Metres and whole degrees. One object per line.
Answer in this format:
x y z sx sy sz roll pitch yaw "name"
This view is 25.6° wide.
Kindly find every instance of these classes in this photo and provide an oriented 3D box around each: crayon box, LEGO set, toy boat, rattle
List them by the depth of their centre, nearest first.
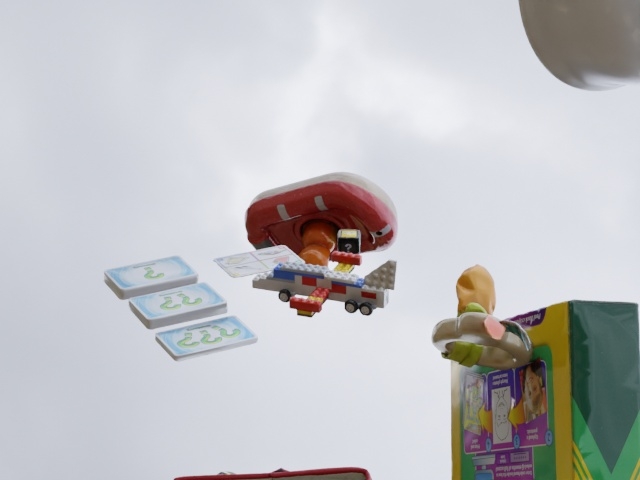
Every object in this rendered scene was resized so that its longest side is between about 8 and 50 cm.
-0.050 0.027 1.258 0.182 0.244 0.060 38 -47 55 "LEGO set"
0.212 0.078 1.695 0.130 0.142 0.199 27 -19 12 "rattle"
0.282 0.257 1.808 0.363 0.106 0.313 149 -58 -69 "crayon box"
0.000 0.000 2.053 0.231 0.151 0.151 -15 -43 24 "toy boat"

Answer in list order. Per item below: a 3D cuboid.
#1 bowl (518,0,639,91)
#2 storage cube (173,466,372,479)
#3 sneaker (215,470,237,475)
0.341 -0.273 1.361 0.134 0.298 0.297 28 -41 47 "bowl"
-0.028 0.330 1.263 0.184 0.215 0.193 -5 -35 10 "storage cube"
-0.080 0.509 2.364 0.111 0.121 0.300 -48 -110 20 "sneaker"
